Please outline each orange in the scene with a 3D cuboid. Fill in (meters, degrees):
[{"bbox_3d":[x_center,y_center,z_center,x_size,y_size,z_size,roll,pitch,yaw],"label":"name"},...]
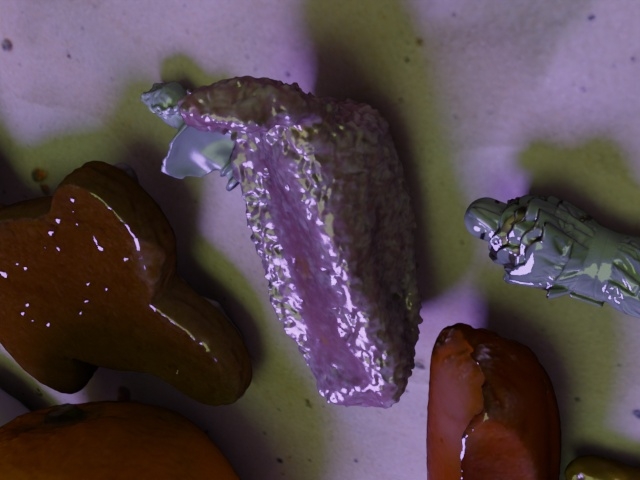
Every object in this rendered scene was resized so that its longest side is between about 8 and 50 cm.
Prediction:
[{"bbox_3d":[-0.206,0.290,0.937,0.312,0.312,0.312,18,130,23],"label":"orange"}]

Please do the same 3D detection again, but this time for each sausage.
[{"bbox_3d":[0.127,0.201,0.786,0.102,0.102,0.330,14,129,26],"label":"sausage"}]

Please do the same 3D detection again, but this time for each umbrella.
[{"bbox_3d":[0.157,0.009,0.648,0.144,0.062,0.067,23,164,10],"label":"umbrella"}]

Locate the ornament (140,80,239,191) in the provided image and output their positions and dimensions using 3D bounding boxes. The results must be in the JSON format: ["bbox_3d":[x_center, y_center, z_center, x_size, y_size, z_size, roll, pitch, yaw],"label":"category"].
[{"bbox_3d":[-0.090,-0.077,0.770,0.069,0.041,0.092,-15,104,20],"label":"ornament"}]

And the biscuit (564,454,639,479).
[{"bbox_3d":[0.260,0.240,0.762,0.174,0.039,0.183,8,126,32],"label":"biscuit"}]

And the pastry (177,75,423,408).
[{"bbox_3d":[0.007,-0.010,0.710,0.103,0.112,0.265,9,133,40],"label":"pastry"}]

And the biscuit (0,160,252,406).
[{"bbox_3d":[-0.267,0.026,0.950,0.432,0.064,0.283,-1,129,37],"label":"biscuit"}]

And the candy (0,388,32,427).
[{"bbox_3d":[-0.390,0.352,1.203,0.427,0.186,0.386,48,131,-10],"label":"candy"}]
